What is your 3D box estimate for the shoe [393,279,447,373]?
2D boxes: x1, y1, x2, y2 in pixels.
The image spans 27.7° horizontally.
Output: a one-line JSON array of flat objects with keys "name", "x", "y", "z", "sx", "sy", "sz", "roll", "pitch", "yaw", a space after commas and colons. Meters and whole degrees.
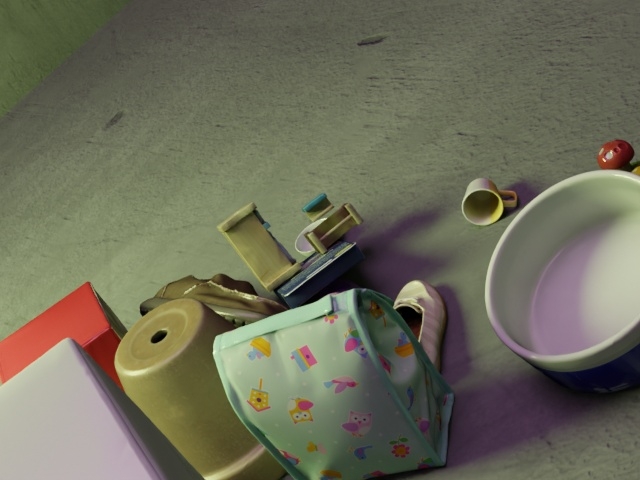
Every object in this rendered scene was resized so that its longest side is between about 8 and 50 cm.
[{"name": "shoe", "x": 0.134, "y": 0.119, "z": 1.823, "sx": 0.076, "sy": 0.058, "sz": 0.219, "roll": -24, "pitch": 31, "yaw": 17}]

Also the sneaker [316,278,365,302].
[{"name": "sneaker", "x": 0.032, "y": 0.110, "z": 1.892, "sx": 0.095, "sy": 0.104, "sz": 0.236, "roll": -32, "pitch": 27, "yaw": 9}]

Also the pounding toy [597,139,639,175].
[{"name": "pounding toy", "x": 0.418, "y": -0.056, "z": 1.747, "sx": 0.183, "sy": 0.110, "sz": 0.237, "roll": 1, "pitch": 45, "yaw": 46}]

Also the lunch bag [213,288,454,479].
[{"name": "lunch bag", "x": 0.016, "y": 0.178, "z": 1.650, "sx": 0.223, "sy": 0.262, "sz": 0.160, "roll": -19, "pitch": 33, "yaw": 27}]

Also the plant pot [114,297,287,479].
[{"name": "plant pot", "x": -0.164, "y": 0.210, "z": 1.817, "sx": 0.263, "sy": 0.229, "sz": 0.263, "roll": -24, "pitch": 32, "yaw": 16}]

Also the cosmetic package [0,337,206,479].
[{"name": "cosmetic package", "x": -0.245, "y": 0.390, "z": 1.389, "sx": 0.329, "sy": 0.393, "sz": 0.327, "roll": -36, "pitch": 50, "yaw": -6}]

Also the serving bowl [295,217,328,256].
[{"name": "serving bowl", "x": 0.000, "y": 0.000, "z": 2.160, "sx": 0.083, "sy": 0.027, "sz": 0.083, "roll": -25, "pitch": 30, "yaw": 16}]

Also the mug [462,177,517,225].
[{"name": "mug", "x": 0.254, "y": -0.061, "z": 1.984, "sx": 0.062, "sy": 0.078, "sz": 0.064, "roll": -58, "pitch": 10, "yaw": 26}]

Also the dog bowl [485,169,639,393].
[{"name": "dog bowl", "x": 0.341, "y": 0.051, "z": 1.600, "sx": 0.265, "sy": 0.104, "sz": 0.265, "roll": -26, "pitch": 45, "yaw": 30}]

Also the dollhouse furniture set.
[{"name": "dollhouse furniture set", "x": -0.051, "y": -0.026, "z": 2.055, "sx": 0.184, "sy": 0.129, "sz": 0.129, "roll": -37, "pitch": 5, "yaw": -5}]

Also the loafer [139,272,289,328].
[{"name": "loafer", "x": -0.151, "y": 0.103, "z": 2.052, "sx": 0.366, "sy": 0.134, "sz": 0.130, "roll": 8, "pitch": 50, "yaw": 50}]

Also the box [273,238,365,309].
[{"name": "box", "x": -0.005, "y": 0.050, "z": 2.004, "sx": 0.136, "sy": 0.036, "sz": 0.225, "roll": -36, "pitch": 5, "yaw": -4}]

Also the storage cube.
[{"name": "storage cube", "x": -0.381, "y": 0.217, "z": 2.066, "sx": 0.193, "sy": 0.183, "sz": 0.215, "roll": -36, "pitch": 29, "yaw": -5}]
